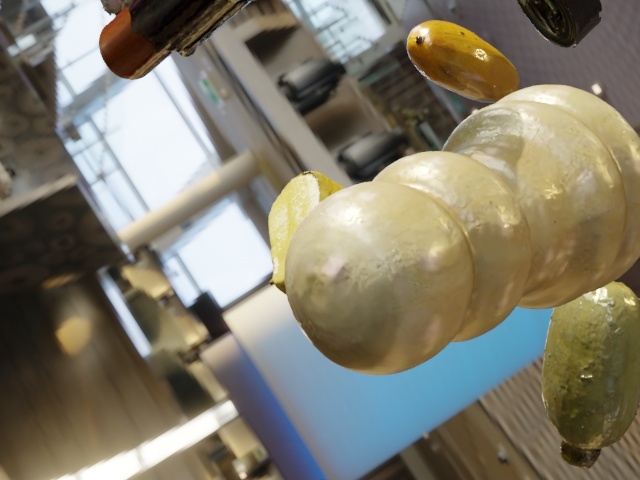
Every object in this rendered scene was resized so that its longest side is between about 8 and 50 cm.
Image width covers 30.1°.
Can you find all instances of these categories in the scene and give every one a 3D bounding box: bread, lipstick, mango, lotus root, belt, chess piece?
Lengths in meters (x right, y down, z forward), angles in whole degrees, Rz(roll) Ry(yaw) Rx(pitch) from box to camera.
[{"bbox_3d":[0.000,0.000,1.420,0.094,0.102,0.245,36,18,-19],"label":"bread"},{"bbox_3d":[-0.056,-0.196,0.798,0.300,0.081,0.081,-29,-85,43],"label":"lipstick"},{"bbox_3d":[0.178,-0.213,1.448,0.190,0.075,0.098,20,29,-42],"label":"mango"},{"bbox_3d":[0.247,0.124,1.087,0.090,0.077,0.183,20,-72,49],"label":"lotus root"},{"bbox_3d":[0.298,-0.311,1.522,0.140,0.058,0.105,52,-14,-14],"label":"belt"},{"bbox_3d":[0.086,0.000,0.703,0.143,0.261,0.142,15,-65,34],"label":"chess piece"}]

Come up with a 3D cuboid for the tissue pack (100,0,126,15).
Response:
[{"bbox_3d":[-0.099,-0.325,0.972,0.123,0.257,0.215,-17,-81,52],"label":"tissue pack"}]
